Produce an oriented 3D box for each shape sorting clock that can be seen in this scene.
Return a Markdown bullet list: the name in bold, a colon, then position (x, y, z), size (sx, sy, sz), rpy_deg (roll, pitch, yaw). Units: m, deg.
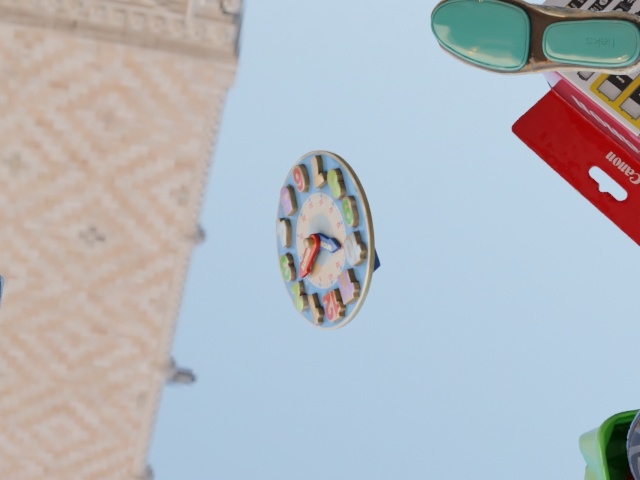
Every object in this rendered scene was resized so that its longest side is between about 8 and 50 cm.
- **shape sorting clock**: position (0.000, 0.000, 1.604), size (0.040, 0.206, 0.206), rpy_deg (-8, -136, -33)

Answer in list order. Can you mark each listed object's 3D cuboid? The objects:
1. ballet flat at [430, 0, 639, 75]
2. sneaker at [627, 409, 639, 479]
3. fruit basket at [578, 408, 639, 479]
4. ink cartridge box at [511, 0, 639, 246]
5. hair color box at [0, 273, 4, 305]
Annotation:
- **ballet flat**: position (0.160, -0.142, 1.004), size (0.168, 0.057, 0.052), rpy_deg (14, -168, 27)
- **sneaker**: position (0.316, 0.171, 1.237), size (0.067, 0.188, 0.078), rpy_deg (11, -135, -1)
- **fruit basket**: position (0.494, 0.302, 1.527), size (0.392, 0.283, 0.392), rpy_deg (-8, 180, 0)
- **ink cartridge box**: position (0.364, -0.160, 1.501), size (0.309, 0.272, 0.130), rpy_deg (48, -175, 39)
- **hair color box**: position (-0.449, 0.020, 1.194), size (0.185, 0.374, 0.113), rpy_deg (-6, -115, 19)
